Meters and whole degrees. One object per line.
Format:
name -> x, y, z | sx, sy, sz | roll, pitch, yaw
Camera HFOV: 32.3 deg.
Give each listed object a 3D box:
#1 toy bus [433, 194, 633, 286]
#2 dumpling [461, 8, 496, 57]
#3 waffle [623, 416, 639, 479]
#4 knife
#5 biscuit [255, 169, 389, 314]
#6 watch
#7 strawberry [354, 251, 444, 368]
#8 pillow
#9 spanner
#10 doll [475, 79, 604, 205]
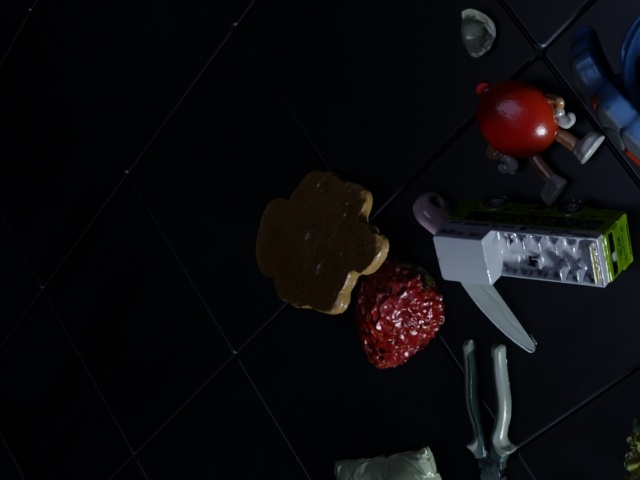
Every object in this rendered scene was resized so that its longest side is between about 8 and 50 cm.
toy bus -> 0.338, 0.005, 1.788 | 0.302, 0.139, 0.113 | 5, 124, 38
dumpling -> 0.265, -0.349, 1.853 | 0.060, 0.043, 0.077 | -13, 75, 26
waffle -> 0.576, 0.341, 1.728 | 0.214, 0.054, 0.207 | 22, 111, 39
knife -> 0.266, 0.055, 1.918 | 0.336, 0.081, 0.043 | 56, 133, 16
biscuit -> 0.003, 0.001, 2.117 | 0.376, 0.051, 0.269 | 11, 89, 51
watch -> 0.516, -0.242, 1.556 | 0.274, 0.241, 0.305 | -44, 68, 21
strawberry -> 0.120, 0.146, 2.051 | 0.190, 0.111, 0.236 | 33, 121, 29
pillow -> 0.158, 0.542, 2.138 | 0.281, 0.076, 0.274 | -23, 82, 48
spanner -> 0.305, 0.337, 1.980 | 0.096, 0.040, 0.324 | 2, 100, 42
doll -> 0.335, -0.178, 1.806 | 0.217, 0.085, 0.183 | 39, 129, 8
